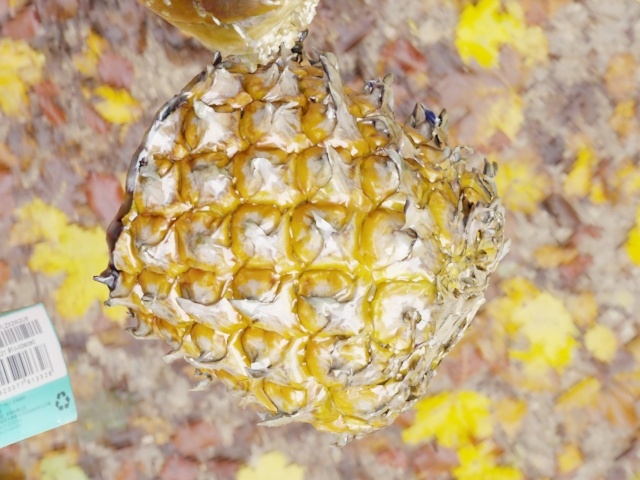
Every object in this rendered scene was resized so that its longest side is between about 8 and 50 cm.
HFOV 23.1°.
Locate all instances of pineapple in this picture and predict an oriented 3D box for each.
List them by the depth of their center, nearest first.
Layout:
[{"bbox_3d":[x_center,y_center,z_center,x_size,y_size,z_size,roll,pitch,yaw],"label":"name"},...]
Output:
[{"bbox_3d":[0.001,0.001,1.416,0.300,0.352,0.352,27,112,15],"label":"pineapple"}]

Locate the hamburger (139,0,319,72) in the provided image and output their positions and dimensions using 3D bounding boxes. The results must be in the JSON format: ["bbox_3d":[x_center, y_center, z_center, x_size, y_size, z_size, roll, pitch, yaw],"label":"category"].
[{"bbox_3d":[-0.088,-0.275,1.209,0.243,0.146,0.286,-2,122,33],"label":"hamburger"}]

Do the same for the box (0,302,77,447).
[{"bbox_3d":[-0.400,0.151,1.419,0.205,0.311,0.118,-16,92,-48],"label":"box"}]
